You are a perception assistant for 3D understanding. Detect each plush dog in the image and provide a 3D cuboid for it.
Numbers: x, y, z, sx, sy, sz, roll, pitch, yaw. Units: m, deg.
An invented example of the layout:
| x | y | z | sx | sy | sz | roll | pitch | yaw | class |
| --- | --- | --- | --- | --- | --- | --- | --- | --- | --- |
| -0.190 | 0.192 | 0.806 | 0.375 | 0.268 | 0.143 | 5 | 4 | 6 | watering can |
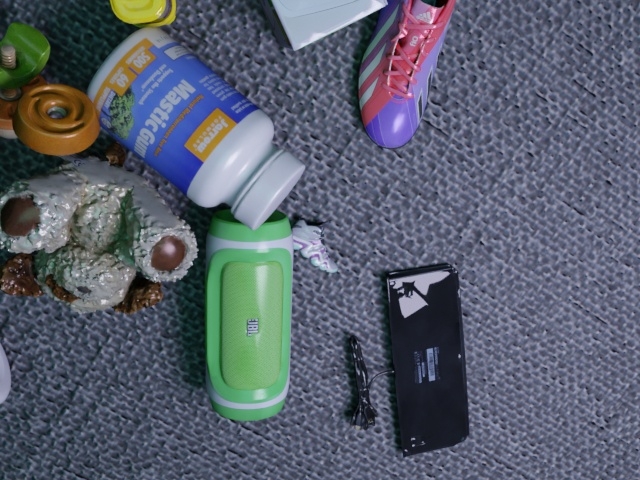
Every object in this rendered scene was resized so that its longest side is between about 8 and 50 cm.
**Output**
| x | y | z | sx | sy | sz | roll | pitch | yaw | class |
| --- | --- | --- | --- | --- | --- | --- | --- | --- | --- |
| -0.319 | 0.004 | 1.097 | 0.263 | 0.210 | 0.225 | 14 | 122 | -20 | plush dog |

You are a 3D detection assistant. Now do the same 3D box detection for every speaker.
| x | y | z | sx | sy | sz | roll | pitch | yaw | class |
| --- | --- | --- | --- | --- | --- | --- | --- | --- | --- |
| -0.105 | 0.106 | 1.161 | 0.131 | 0.131 | 0.296 | 0 | 105 | -7 | speaker |

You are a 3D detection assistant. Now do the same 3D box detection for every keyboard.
| x | y | z | sx | sy | sz | roll | pitch | yaw | class |
| --- | --- | --- | --- | --- | --- | --- | --- | --- | --- |
| 0.135 | 0.201 | 1.266 | 0.202 | 0.033 | 0.316 | -9 | 105 | -11 | keyboard |

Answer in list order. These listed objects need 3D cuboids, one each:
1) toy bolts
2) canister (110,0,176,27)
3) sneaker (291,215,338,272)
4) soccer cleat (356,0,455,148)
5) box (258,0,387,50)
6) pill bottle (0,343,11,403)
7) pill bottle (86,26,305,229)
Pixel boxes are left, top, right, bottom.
| x | y | z | sx | sy | sz | roll | pitch | yaw | class |
| --- | --- | --- | --- | --- | --- | --- | --- | --- | --- |
| -0.408 | -0.126 | 0.991 | 0.218 | 0.158 | 0.228 | 42 | 53 | 14 | toy bolts |
| -0.229 | -0.335 | 1.003 | 0.074 | 0.170 | 0.126 | -9 | 106 | -5 | canister |
| 0.000 | 0.000 | 1.190 | 0.098 | 0.038 | 0.069 | 35 | 99 | -15 | sneaker |
| 0.124 | -0.279 | 1.089 | 0.109 | 0.116 | 0.318 | 11 | 103 | -10 | soccer cleat |
| -0.037 | -0.368 | 0.971 | 0.127 | 0.262 | 0.231 | -27 | 107 | 1 | box |
| -0.592 | 0.217 | 1.120 | 0.264 | 0.146 | 0.146 | -25 | 107 | 1 | pill bottle |
| -0.158 | -0.140 | 1.042 | 0.272 | 0.152 | 0.152 | 39 | 98 | 2 | pill bottle |
